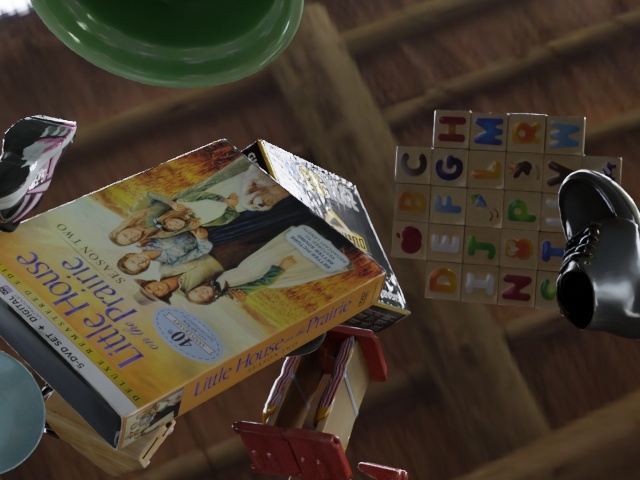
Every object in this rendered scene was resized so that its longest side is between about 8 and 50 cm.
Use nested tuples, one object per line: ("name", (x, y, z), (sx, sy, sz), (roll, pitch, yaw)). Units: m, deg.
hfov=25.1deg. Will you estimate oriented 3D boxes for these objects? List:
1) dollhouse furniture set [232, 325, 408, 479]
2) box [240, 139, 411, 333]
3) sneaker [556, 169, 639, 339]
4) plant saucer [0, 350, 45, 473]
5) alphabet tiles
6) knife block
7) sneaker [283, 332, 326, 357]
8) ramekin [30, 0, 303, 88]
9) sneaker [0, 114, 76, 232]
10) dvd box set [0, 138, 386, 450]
("dollhouse furniture set", (0.017, 0.313, 2.107), (0.152, 0.374, 0.201), (5, -132, 22))
("box", (0.000, 0.000, 2.254), (0.079, 0.322, 0.257), (-33, -115, 19))
("sneaker", (0.302, 0.006, 1.609), (0.083, 0.118, 0.222), (-47, -130, 37))
("plant saucer", (-0.464, 0.230, 1.903), (0.195, 0.195, 0.037), (-46, 174, -39))
("alphabet tiles", (0.270, -0.046, 2.125), (0.343, 0.285, 0.011), (5, -176, 22))
("knife block", (-0.375, 0.261, 2.242), (0.088, 0.242, 0.276), (-56, -169, -24))
("sneaker", (-0.141, 0.105, 1.857), (0.296, 0.178, 0.123), (11, -105, 0))
("ramekin", (-0.160, -0.321, 1.555), (0.303, 0.303, 0.148), (-8, -131, 20))
("sneaker", (-0.344, -0.077, 1.674), (0.072, 0.077, 0.178), (17, -138, 15))
("dvd box set", (-0.171, 0.044, 1.687), (0.420, 0.062, 0.308), (-26, -125, -40))
